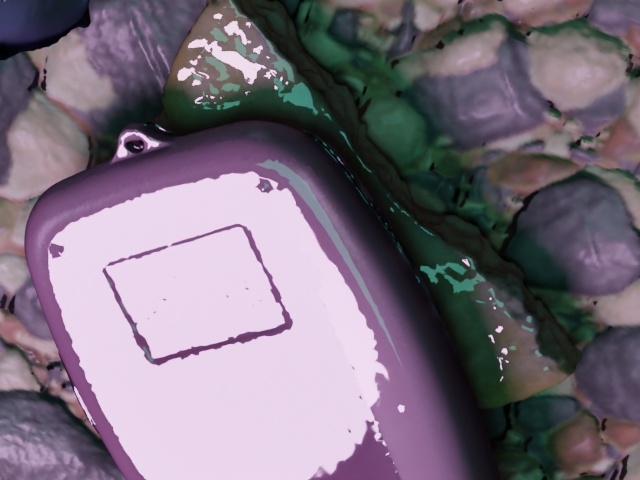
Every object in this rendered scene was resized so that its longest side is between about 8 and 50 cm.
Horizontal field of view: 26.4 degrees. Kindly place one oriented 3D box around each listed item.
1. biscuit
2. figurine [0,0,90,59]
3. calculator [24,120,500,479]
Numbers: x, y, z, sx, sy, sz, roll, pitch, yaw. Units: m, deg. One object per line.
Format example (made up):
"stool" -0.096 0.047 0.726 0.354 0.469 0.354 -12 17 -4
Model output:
"biscuit" 0.000 0.004 0.659 0.133 0.032 0.250 -37 105 26
"figurine" -0.070 -0.244 0.428 0.248 0.277 0.388 44 119 19
"calculator" -0.028 0.074 0.663 0.194 0.043 0.294 -16 114 25
